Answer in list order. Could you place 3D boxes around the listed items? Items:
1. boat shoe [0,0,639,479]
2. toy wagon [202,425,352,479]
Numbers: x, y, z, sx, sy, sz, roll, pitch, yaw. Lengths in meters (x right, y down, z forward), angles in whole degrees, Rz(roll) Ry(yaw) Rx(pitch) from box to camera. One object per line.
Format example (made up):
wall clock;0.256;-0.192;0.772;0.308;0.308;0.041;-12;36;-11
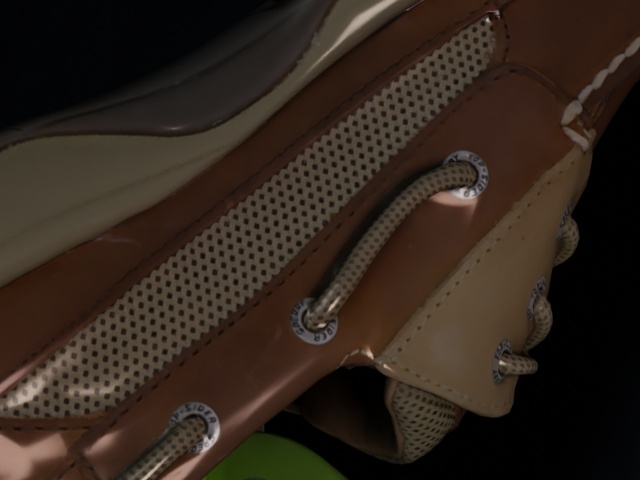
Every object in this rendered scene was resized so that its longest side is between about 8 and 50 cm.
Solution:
boat shoe;0.000;0.000;0.507;0.324;0.122;0.120;-30;90;-19
toy wagon;-0.112;0.095;0.583;0.344;0.068;0.267;-4;63;29
